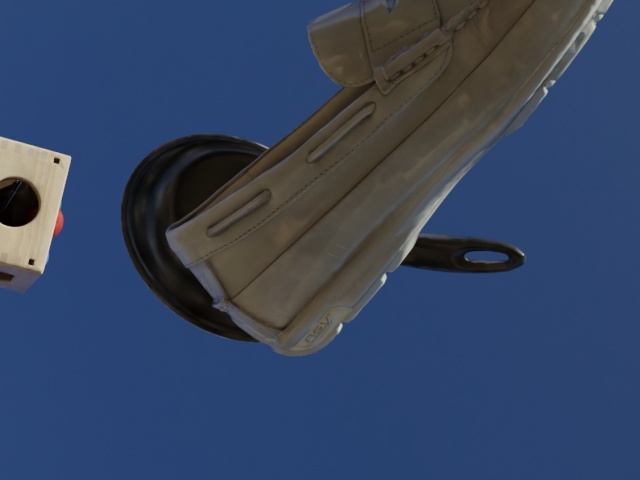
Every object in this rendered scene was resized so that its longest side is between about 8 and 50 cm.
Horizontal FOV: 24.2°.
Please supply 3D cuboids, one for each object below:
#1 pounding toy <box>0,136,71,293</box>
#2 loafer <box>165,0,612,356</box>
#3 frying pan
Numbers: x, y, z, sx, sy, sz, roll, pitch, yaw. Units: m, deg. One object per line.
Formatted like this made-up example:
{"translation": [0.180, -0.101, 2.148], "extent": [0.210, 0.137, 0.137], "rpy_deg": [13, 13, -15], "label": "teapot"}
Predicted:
{"translation": [-0.314, 0.009, 1.501], "extent": [0.181, 0.094, 0.206], "rpy_deg": [151, -48, -67], "label": "pounding toy"}
{"translation": [0.044, -0.082, 0.747], "extent": [0.111, 0.112, 0.319], "rpy_deg": [38, -76, -6], "label": "loafer"}
{"translation": [-0.017, -0.023, 1.191], "extent": [0.326, 0.053, 0.197], "rpy_deg": [-20, -69, 30], "label": "frying pan"}
